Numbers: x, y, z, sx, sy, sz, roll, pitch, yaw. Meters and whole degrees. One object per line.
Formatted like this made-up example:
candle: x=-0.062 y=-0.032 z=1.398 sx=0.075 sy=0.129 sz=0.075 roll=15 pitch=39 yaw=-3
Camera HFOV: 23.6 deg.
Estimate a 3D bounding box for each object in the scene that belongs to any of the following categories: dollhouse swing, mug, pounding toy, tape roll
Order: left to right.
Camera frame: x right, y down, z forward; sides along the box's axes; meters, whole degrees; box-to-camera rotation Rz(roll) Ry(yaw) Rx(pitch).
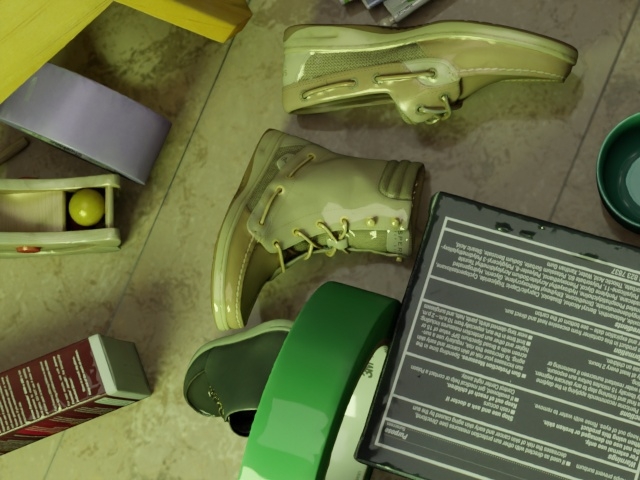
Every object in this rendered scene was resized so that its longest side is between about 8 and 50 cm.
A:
pounding toy: x=-0.358 y=-0.062 z=1.780 sx=0.269 sy=0.154 sz=0.155 roll=-3 pitch=81 yaw=11
dollhouse swing: x=-0.310 y=-0.289 z=1.726 sx=0.315 sy=0.305 sz=0.347 roll=-40 pitch=46 yaw=16
tape roll: x=-0.271 y=-0.137 z=1.755 sx=0.189 sy=0.189 sz=0.080 roll=23 pitch=86 yaw=15
tape roll: x=0.001 y=0.204 z=1.576 sx=0.077 sy=0.321 sz=0.321 roll=15 pitch=85 yaw=14
mug: x=0.359 y=-0.056 z=1.653 sx=0.129 sy=0.097 sz=0.158 roll=19 pitch=87 yaw=14

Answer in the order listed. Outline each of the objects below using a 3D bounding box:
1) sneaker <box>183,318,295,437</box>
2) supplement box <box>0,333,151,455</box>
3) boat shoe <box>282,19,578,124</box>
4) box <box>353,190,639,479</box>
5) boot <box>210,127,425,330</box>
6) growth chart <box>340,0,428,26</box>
sneaker: x=-0.098 y=0.170 z=1.660 sx=0.083 sy=0.222 sz=0.118 roll=35 pitch=52 yaw=-18
supplement box: x=-0.329 y=0.185 z=1.749 sx=0.239 sy=0.130 sz=0.073 roll=-22 pitch=78 yaw=7
boat shoe: x=0.119 y=-0.183 z=1.721 sx=0.341 sy=0.121 sz=0.110 roll=3 pitch=87 yaw=23
box: x=0.226 y=0.138 z=1.608 sx=0.296 sy=0.183 sz=0.294 roll=17 pitch=84 yaw=14
boot: x=0.000 y=0.000 z=1.694 sx=0.203 sy=0.095 sz=0.262 roll=12 pitch=54 yaw=11
growth chart: x=0.060 y=-0.355 z=1.796 sx=0.172 sy=0.021 sz=0.237 roll=-40 pitch=70 yaw=3
